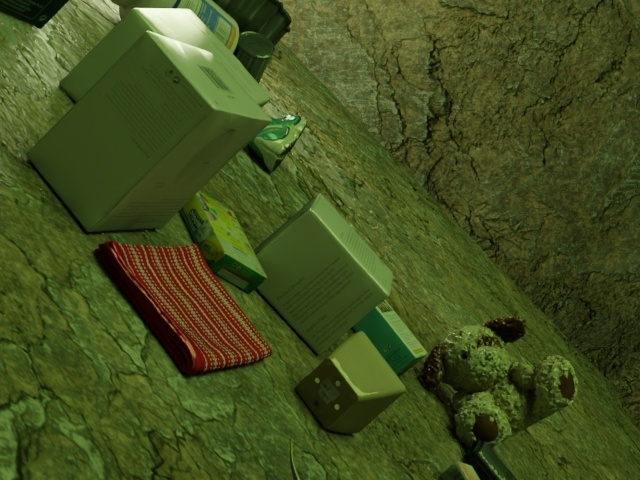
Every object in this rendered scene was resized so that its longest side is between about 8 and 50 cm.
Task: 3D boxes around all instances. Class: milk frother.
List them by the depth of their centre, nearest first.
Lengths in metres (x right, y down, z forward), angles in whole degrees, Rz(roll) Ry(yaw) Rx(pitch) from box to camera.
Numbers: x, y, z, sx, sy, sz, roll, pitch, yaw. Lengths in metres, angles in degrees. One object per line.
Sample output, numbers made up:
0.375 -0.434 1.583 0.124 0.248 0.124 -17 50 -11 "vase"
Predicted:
-0.163 -0.340 2.485 0.129 0.135 0.143 -7 54 -33 "milk frother"

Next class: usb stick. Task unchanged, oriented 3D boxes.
0.353 0.466 2.070 0.278 0.045 0.077 50 12 3 "usb stick"

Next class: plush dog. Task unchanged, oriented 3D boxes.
0.317 0.263 2.243 0.225 0.262 0.210 61 -18 12 "plush dog"

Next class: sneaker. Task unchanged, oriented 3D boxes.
-0.100 -0.232 2.499 0.110 0.107 0.275 38 13 -4 "sneaker"

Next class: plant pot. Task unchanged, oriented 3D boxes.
0.031 0.205 1.654 0.109 0.109 0.096 52 26 16 "plant pot"

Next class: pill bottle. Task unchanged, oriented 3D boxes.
-0.301 -0.452 2.351 0.272 0.152 0.152 37 17 -40 "pill bottle"

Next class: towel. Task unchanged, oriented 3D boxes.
-0.165 0.080 1.515 0.199 0.031 0.275 52 13 12 "towel"

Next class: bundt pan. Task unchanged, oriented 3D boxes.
-0.234 -0.504 2.596 0.330 0.124 0.331 30 -11 6 "bundt pan"

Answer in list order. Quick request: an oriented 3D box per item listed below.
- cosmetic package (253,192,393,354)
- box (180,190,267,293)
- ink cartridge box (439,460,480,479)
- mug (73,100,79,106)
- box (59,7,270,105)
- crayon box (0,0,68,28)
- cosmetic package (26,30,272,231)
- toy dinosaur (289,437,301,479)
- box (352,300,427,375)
-0.002 0.050 1.869 0.184 0.151 0.151 49 12 -5 "cosmetic package"
-0.154 -0.010 1.788 0.105 0.043 0.179 34 21 -46 "box"
0.279 0.435 1.918 0.179 0.045 0.145 25 27 -55 "ink cartridge box"
-0.309 -0.155 1.664 0.078 0.062 0.064 30 30 -38 "mug"
-0.236 -0.238 1.899 0.215 0.168 0.345 48 13 -3 "box"
-0.540 -0.489 1.817 0.323 0.083 0.203 52 13 18 "crayon box"
-0.215 -0.133 1.528 0.138 0.224 0.224 48 12 9 "cosmetic package"
-0.001 0.319 1.349 0.183 0.053 0.092 56 -3 0 "toy dinosaur"
0.085 0.129 2.130 0.244 0.060 0.100 51 13 12 "box"
